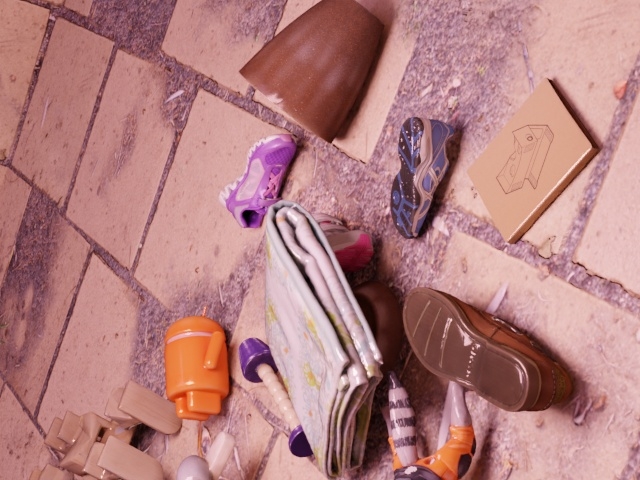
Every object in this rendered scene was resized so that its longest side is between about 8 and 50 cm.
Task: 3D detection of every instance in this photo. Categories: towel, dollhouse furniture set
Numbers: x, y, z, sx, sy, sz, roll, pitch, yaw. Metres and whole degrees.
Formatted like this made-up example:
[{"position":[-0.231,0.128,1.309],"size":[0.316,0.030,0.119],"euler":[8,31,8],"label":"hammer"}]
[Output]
[{"position":[-0.013,0.167,1.882],"size":[0.321,0.090,0.374],"euler":[99,154,-47],"label":"towel"},{"position":[-0.446,0.554,2.427],"size":[0.362,0.256,0.394],"euler":[-29,35,45],"label":"dollhouse furniture set"}]

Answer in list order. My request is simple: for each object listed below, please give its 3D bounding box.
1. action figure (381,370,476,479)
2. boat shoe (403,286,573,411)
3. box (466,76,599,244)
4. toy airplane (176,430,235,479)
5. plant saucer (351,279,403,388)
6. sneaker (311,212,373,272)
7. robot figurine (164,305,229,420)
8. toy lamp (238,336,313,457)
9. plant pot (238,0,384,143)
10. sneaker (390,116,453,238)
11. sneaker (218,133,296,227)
[{"position":[0.105,0.380,1.693],"size":[0.341,0.178,0.330],"euler":[-17,47,38],"label":"action figure"},{"position":[0.237,0.162,1.665],"size":[0.307,0.104,0.111],"euler":[41,121,50],"label":"boat shoe"},{"position":[0.314,-0.120,1.721],"size":[0.201,0.021,0.164],"euler":[-53,41,30],"label":"box"},{"position":[-0.280,0.566,2.082],"size":[0.384,0.272,0.386],"euler":[-28,53,44],"label":"toy airplane"},{"position":[0.064,0.163,1.955],"size":[0.198,0.036,0.199],"euler":[-22,62,48],"label":"plant saucer"},{"position":[0.000,0.000,2.040],"size":[0.252,0.103,0.111],"euler":[-12,71,51],"label":"sneaker"},{"position":[-0.245,0.244,2.274],"size":[0.158,0.128,0.219],"euler":[85,179,-64],"label":"robot figurine"},{"position":[-0.079,0.274,2.076],"size":[0.080,0.080,0.275],"euler":[-62,37,19],"label":"toy lamp"},{"position":[0.006,-0.332,2.084],"size":[0.230,0.215,0.215],"euler":[-51,40,8],"label":"plant pot"},{"position":[0.169,-0.099,1.870],"size":[0.080,0.081,0.211],"euler":[43,131,49],"label":"sneaker"},{"position":[-0.109,-0.110,2.246],"size":[0.236,0.095,0.105],"euler":[-52,48,38],"label":"sneaker"}]
